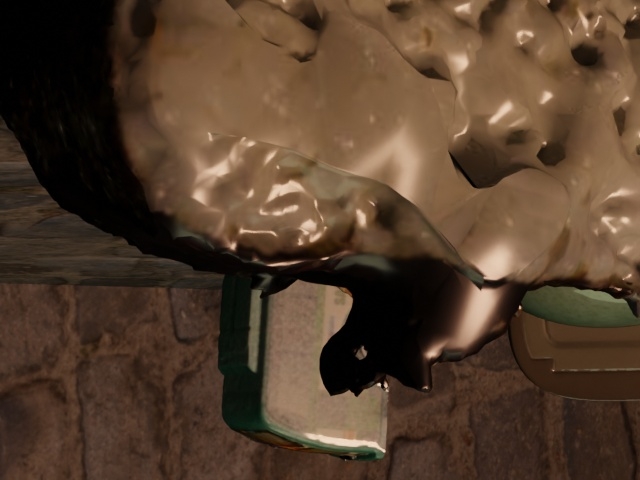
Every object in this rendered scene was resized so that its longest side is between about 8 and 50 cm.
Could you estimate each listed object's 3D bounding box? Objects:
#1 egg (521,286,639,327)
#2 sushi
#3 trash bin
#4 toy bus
[{"bbox_3d":[0.225,-0.015,1.070,0.236,0.169,0.169,-7,171,27],"label":"egg"},{"bbox_3d":[0.023,-0.044,0.641,0.348,0.235,0.207,9,170,-31],"label":"sushi"},{"bbox_3d":[0.298,0.045,1.406,0.219,0.219,0.250,1,179,6],"label":"trash bin"},{"bbox_3d":[0.000,0.000,0.826,0.109,0.262,0.091,8,169,-23],"label":"toy bus"}]
